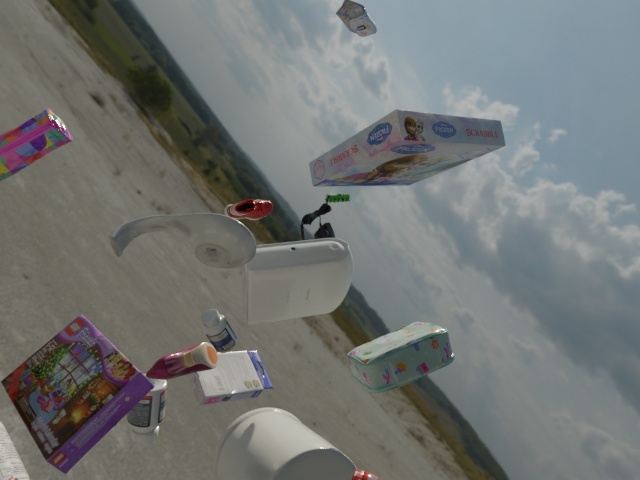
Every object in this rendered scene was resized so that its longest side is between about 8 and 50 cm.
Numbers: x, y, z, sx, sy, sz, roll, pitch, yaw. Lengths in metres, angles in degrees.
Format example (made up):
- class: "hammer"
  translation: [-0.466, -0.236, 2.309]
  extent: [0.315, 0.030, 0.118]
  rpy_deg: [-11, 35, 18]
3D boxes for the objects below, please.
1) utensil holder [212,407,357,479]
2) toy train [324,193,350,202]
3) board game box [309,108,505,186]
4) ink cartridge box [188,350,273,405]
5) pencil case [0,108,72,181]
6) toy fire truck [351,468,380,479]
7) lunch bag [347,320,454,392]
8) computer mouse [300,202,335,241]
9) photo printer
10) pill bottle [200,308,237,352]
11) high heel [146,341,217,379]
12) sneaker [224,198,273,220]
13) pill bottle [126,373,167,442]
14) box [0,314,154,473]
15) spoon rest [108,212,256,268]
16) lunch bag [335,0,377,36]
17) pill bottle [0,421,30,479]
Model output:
- class: "utensil holder"
  translation: [-0.099, 0.684, 1.405]
  extent: [0.327, 0.327, 0.385]
  rpy_deg: [54, -24, -13]
- class: "toy train"
  translation: [0.046, -0.115, 1.331]
  extent: [0.017, 0.083, 0.023]
  rpy_deg: [-7, -91, 54]
- class: "board game box"
  translation: [0.191, -0.197, 1.130]
  extent: [0.318, 0.319, 0.065]
  rpy_deg: [-20, -102, 56]
- class: "ink cartridge box"
  translation: [-0.342, 0.510, 1.855]
  extent: [0.311, 0.065, 0.185]
  rpy_deg: [6, 40, -43]
- class: "pencil case"
  translation: [-0.732, -0.226, 1.199]
  extent: [0.104, 0.236, 0.104]
  rpy_deg: [53, -10, 13]
- class: "toy fire truck"
  translation: [0.122, 0.583, 1.032]
  extent: [0.047, 0.135, 0.192]
  rpy_deg: [-39, 135, -66]
- class: "lunch bag"
  translation: [0.227, 0.325, 1.401]
  extent: [0.224, 0.279, 0.107]
  rpy_deg: [161, -90, -74]
- class: "computer mouse"
  translation: [0.000, 0.000, 1.907]
  extent: [0.060, 0.184, 0.262]
  rpy_deg: [16, -60, 35]
- class: "photo printer"
  translation: [-0.061, 0.112, 1.367]
  extent: [0.256, 0.308, 0.107]
  rpy_deg: [100, -22, -44]
- class: "pill bottle"
  translation: [-0.274, 0.241, 1.319]
  extent: [0.067, 0.067, 0.120]
  rpy_deg: [51, -14, 51]
- class: "high heel"
  translation: [-0.375, 0.343, 1.369]
  extent: [0.244, 0.117, 0.082]
  rpy_deg: [16, 54, -79]
- class: "sneaker"
  translation: [-0.264, -0.126, 1.990]
  extent: [0.128, 0.221, 0.087]
  rpy_deg: [-7, -83, 52]
- class: "pill bottle"
  translation: [-0.520, 0.502, 1.470]
  extent: [0.108, 0.108, 0.180]
  rpy_deg: [-132, -130, -70]
- class: "box"
  translation: [-0.485, 0.283, 0.971]
  extent: [0.293, 0.201, 0.057]
  rpy_deg: [20, -34, 41]
- class: "spoon rest"
  translation: [-0.260, -0.005, 0.957]
  extent: [0.137, 0.276, 0.084]
  rpy_deg: [90, 6, -46]
- class: "lunch bag"
  translation: [0.089, -0.523, 1.167]
  extent: [0.083, 0.053, 0.071]
  rpy_deg: [36, 6, 33]
- class: "pill bottle"
  translation: [-0.778, 0.508, 1.109]
  extent: [0.283, 0.160, 0.160]
  rpy_deg: [47, -4, 22]
